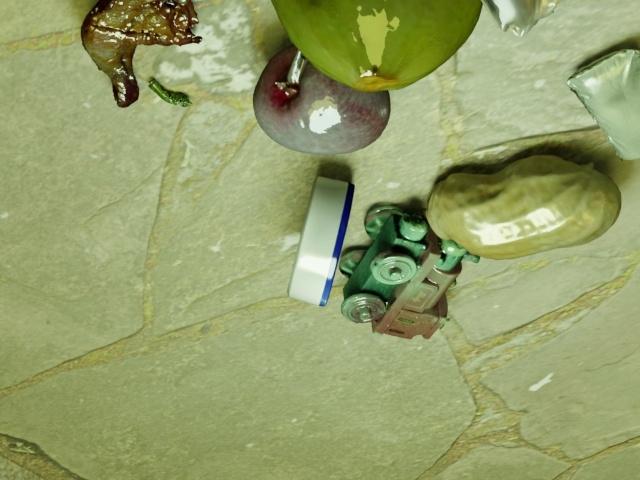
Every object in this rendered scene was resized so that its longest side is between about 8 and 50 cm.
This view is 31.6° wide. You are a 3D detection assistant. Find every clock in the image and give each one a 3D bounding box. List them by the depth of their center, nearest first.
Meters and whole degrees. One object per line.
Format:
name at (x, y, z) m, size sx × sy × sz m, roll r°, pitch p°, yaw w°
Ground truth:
clock at (0.000, 0.000, 2.044) m, size 0.083 × 0.230 × 0.230 m, roll 16°, pitch 138°, yaw -2°

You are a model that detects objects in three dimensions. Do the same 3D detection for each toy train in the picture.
toy train at (0.165, 0.063, 2.159) m, size 0.221 × 0.150 × 0.304 m, roll 12°, pitch 138°, yaw -18°

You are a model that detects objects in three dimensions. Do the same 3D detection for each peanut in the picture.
peanut at (0.353, -0.050, 1.973) m, size 0.340 × 0.158 × 0.174 m, roll -17°, pitch 132°, yaw 25°

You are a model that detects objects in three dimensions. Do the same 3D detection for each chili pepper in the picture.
chili pepper at (-0.263, -0.252, 1.972) m, size 0.083 × 0.022 × 0.027 m, roll 27°, pitch 103°, yaw -12°

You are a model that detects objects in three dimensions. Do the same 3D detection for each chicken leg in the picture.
chicken leg at (-0.299, -0.340, 1.847) m, size 0.177 × 0.083 × 0.322 m, roll 27°, pitch 135°, yaw -32°

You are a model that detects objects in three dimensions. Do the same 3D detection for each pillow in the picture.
pillow at (0.503, -0.216, 1.842) m, size 0.128 × 0.051 × 0.229 m, roll -19°, pitch 133°, yaw 32°

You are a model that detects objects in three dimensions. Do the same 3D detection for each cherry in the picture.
cherry at (0.002, -0.230, 1.825) m, size 0.213 × 0.184 × 0.266 m, roll -8°, pitch 150°, yaw 40°

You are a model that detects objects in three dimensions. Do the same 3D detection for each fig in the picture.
fig at (0.078, -0.362, 1.553) m, size 0.343 × 0.343 × 0.343 m, roll 6°, pitch 138°, yaw 5°

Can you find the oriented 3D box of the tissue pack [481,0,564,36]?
tissue pack at (0.270, -0.500, 1.370) m, size 0.375 × 0.195 × 0.390 m, roll -44°, pitch 121°, yaw -9°
